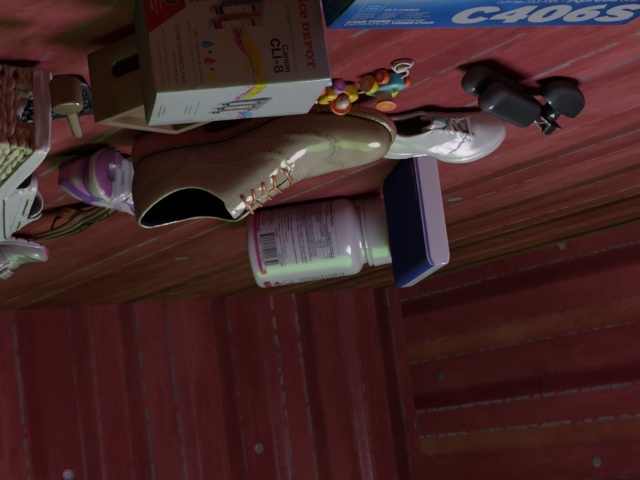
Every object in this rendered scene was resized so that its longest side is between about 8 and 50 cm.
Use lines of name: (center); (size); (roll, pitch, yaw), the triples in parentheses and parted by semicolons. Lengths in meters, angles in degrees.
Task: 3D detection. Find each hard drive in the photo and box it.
hard drive: (0.170, -0.037, 2.327); (0.040, 0.210, 0.319); (-6, 172, -8)

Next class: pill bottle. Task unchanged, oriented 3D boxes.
pill bottle: (0.000, 0.000, 2.610); (0.283, 0.160, 0.160); (-8, 172, 7)

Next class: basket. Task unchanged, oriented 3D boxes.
basket: (-0.391, -0.127, 1.478); (0.103, 0.113, 0.167); (12, 154, -33)

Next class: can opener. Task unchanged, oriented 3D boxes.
can opener: (0.289, -0.209, 1.819); (0.093, 0.074, 0.280); (-49, 155, 21)

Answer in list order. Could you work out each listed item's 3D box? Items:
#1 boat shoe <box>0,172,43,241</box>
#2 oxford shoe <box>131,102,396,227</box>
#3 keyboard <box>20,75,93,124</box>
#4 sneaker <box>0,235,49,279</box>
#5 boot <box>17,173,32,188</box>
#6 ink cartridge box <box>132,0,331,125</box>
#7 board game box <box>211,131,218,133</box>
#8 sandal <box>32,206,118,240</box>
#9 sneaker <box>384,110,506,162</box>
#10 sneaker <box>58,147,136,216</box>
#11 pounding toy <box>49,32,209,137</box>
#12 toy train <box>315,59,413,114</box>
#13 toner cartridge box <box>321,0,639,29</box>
boat shoe: (-0.485, -0.054, 2.029); (0.084, 0.095, 0.258); (-1, 172, -13)
oxford shoe: (-0.082, -0.094, 1.824); (0.396, 0.147, 0.140); (-11, 146, 15)
keyboard: (-0.438, -0.153, 1.614); (0.317, 0.033, 0.201); (-6, 172, -2)
sneaker: (-0.665, 0.056, 2.558); (0.252, 0.111, 0.103); (-8, 172, 5)
boot: (-0.517, -0.095, 1.808); (0.137, 0.077, 0.198); (-4, 172, 15)
ink cartridge box: (-0.091, -0.197, 1.281); (0.176, 0.128, 0.127); (-7, 172, -14)
board game box: (-0.079, -0.140, 2.014); (0.124, 0.039, 0.259); (-9, 169, 12)
sandal: (-0.446, -0.044, 2.324); (0.180, 0.049, 0.072); (-25, 172, 16)
sneaker: (0.184, -0.168, 1.949); (0.212, 0.080, 0.094); (-6, 160, -5)
sneaker: (-0.328, -0.088, 1.989); (0.104, 0.095, 0.236); (-3, 169, 21)
pounding toy: (-0.214, -0.179, 1.406); (0.181, 0.094, 0.206); (-15, 169, 38)
toy train: (0.043, -0.197, 1.689); (0.166, 0.046, 0.125); (-7, 172, 1)
toner cartridge box: (0.188, -0.267, 1.237); (0.347, 0.075, 0.165); (-4, 170, -20)
